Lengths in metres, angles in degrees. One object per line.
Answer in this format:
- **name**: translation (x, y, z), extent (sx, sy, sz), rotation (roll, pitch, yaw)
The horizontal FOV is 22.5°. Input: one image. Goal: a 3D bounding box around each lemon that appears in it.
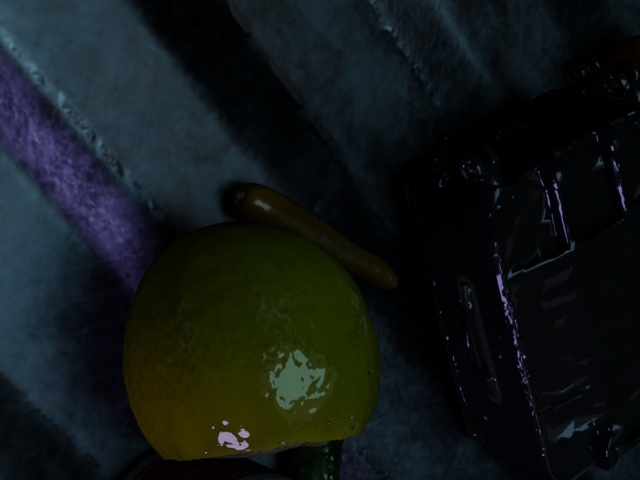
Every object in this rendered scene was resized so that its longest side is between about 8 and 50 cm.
- **lemon**: translation (-0.067, 0.088, 1.477), extent (0.240, 0.240, 0.219), rotation (-3, 81, -39)

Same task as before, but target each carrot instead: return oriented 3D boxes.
- **carrot**: translation (0.000, 0.000, 1.639), extent (0.248, 0.043, 0.043), rotation (30, 80, -42)

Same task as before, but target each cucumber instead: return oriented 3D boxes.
- **cucumber**: translation (-0.007, 0.203, 1.659), extent (0.069, 0.069, 0.227), rotation (-11, 108, -38)

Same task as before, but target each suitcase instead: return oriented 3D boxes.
- **suitcase**: translation (0.254, 0.041, 1.753), extent (0.283, 0.194, 0.433), rotation (-31, 118, -26)

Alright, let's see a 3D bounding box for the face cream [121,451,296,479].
- **face cream**: translation (-0.091, 0.309, 1.531), extent (0.201, 0.187, 0.201), rotation (-10, 105, -38)

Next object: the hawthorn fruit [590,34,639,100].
- **hawthorn fruit**: translation (0.387, -0.152, 1.847), extent (0.173, 0.173, 0.172), rotation (-10, 106, -38)
